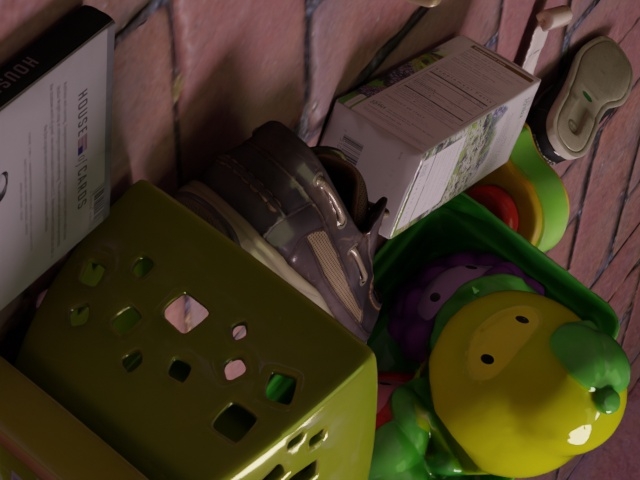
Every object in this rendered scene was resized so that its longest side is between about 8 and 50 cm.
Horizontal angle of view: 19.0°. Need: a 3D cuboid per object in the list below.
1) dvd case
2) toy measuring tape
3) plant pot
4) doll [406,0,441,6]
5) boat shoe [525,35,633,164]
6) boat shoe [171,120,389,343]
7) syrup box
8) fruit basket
[{"bbox_3d":[-0.210,-0.014,1.157,0.239,0.029,0.179,-45,157,-37],"label":"dvd case"},{"bbox_3d":[0.226,-0.083,2.023,0.121,0.121,0.330,-34,151,-51],"label":"toy measuring tape"},{"bbox_3d":[-0.111,0.135,1.349,0.207,0.227,0.228,-43,156,-26],"label":"plant pot"},{"bbox_3d":[0.095,-0.269,1.522,0.129,0.046,0.189,-49,159,-31],"label":"doll"},{"bbox_3d":[0.285,-0.159,2.167,0.079,0.084,0.233,-27,-164,43],"label":"boat shoe"},{"bbox_3d":[0.000,0.000,1.531,0.130,0.132,0.355,-48,162,1],"label":"boat shoe"},{"bbox_3d":[0.095,-0.097,1.707,0.237,0.096,0.093,-34,151,-53],"label":"syrup box"},{"bbox_3d":[0.133,0.132,1.855,0.392,0.283,0.392,-52,175,-7],"label":"fruit basket"}]
